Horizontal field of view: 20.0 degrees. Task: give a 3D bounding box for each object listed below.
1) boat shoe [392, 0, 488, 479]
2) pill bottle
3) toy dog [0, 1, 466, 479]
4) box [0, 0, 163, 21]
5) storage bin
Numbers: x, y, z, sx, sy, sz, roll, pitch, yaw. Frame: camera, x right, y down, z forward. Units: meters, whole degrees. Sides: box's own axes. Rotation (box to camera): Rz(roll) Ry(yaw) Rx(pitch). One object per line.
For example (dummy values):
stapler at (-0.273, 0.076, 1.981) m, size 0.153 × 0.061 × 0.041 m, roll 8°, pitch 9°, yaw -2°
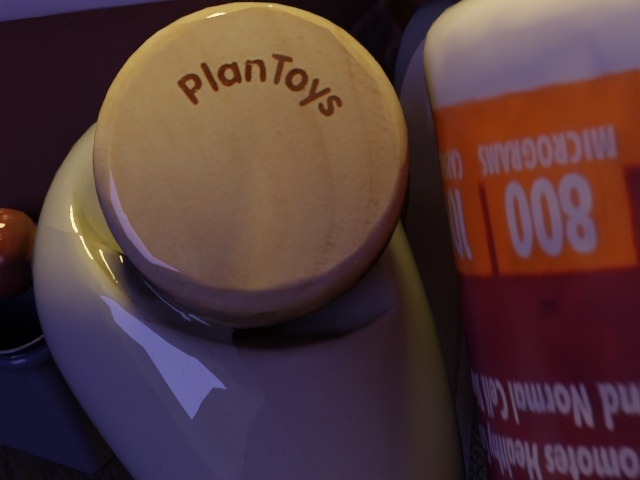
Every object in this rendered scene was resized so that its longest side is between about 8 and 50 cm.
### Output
boat shoe at (0.094, 0.070, 0.632) m, size 0.103 × 0.118 × 0.320 m, roll -5°, pitch 88°, yaw 22°
pill bottle at (0.165, 0.112, 0.492) m, size 0.224 × 0.224 × 0.392 m, roll -7°, pitch 93°, yaw 44°
toy dog at (-0.035, 0.090, 0.512) m, size 0.220 × 0.161 × 0.333 m, roll 74°, pitch -174°, yaw -62°
box at (-0.071, -0.176, 0.589) m, size 0.322 × 0.232 × 0.058 m, roll -6°, pitch 51°, yaw 15°
storage bin at (-0.136, 0.049, 0.870) m, size 0.135 × 0.098 × 0.091 m, roll 11°, pitch 134°, yaw 41°
